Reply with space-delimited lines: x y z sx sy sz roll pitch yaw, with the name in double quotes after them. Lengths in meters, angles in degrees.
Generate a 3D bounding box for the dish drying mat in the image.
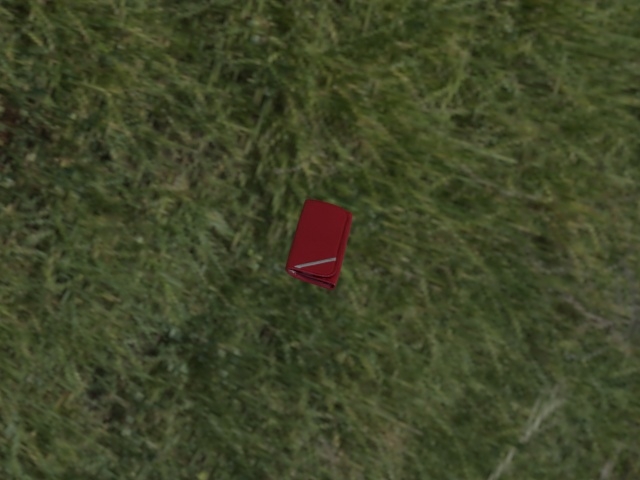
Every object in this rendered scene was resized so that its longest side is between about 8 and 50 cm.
0.000 0.000 0.702 0.083 0.032 0.008 -75 -178 -57 "dish drying mat"
